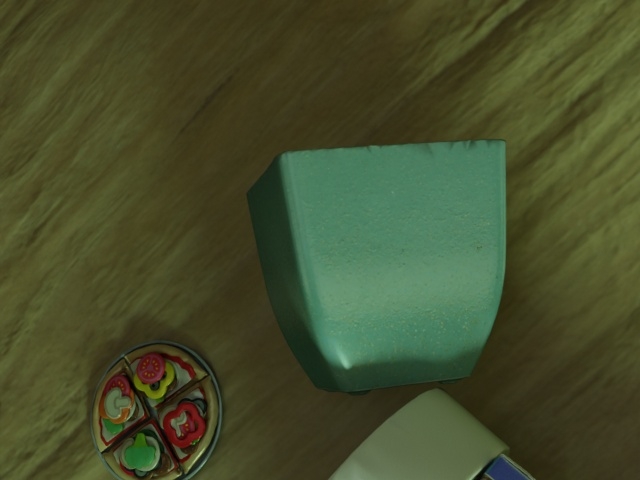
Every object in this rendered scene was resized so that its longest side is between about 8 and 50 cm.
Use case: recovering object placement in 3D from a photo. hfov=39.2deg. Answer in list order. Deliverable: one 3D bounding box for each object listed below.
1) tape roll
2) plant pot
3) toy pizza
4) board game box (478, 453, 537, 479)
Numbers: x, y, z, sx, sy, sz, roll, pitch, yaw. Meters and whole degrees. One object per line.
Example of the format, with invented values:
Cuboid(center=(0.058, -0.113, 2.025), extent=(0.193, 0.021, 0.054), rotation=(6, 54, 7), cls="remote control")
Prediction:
Cuboid(center=(0.074, 0.296, 0.957), extent=(0.100, 0.286, 0.286), rotation=(41, 93, 22), cls="tape roll")
Cuboid(center=(0.064, 0.040, 1.012), extent=(0.247, 0.248, 0.252), rotation=(-4, 83, -13), cls="plant pot")
Cuboid(center=(-0.228, 0.234, 1.211), extent=(0.201, 0.032, 0.201), rotation=(-4, 77, 18), cls="toy pizza")
Cuboid(center=(0.137, 0.393, 0.896), extent=(0.141, 0.232, 0.291), rotation=(38, 71, 22), cls="board game box")
